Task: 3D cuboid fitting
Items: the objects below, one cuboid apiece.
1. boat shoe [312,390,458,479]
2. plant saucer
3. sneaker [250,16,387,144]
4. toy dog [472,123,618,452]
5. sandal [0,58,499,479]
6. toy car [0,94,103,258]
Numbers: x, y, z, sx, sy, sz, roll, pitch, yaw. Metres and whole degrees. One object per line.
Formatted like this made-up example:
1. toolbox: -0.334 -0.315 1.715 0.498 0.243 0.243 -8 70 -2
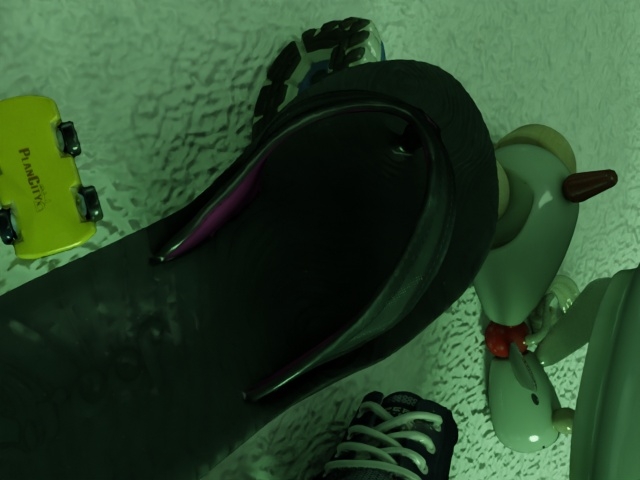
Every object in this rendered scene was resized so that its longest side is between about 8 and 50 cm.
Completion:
1. boat shoe: 0.035 0.177 0.742 0.340 0.127 0.158 71 33 -69
2. plant saucer: 0.290 0.136 0.870 0.400 0.100 0.400 -38 133 -56
3. sneaker: 0.000 0.000 0.746 0.147 0.130 0.330 40 66 -37
4. toy dog: 0.219 0.041 0.945 0.220 0.161 0.334 -48 124 -31
5. sandal: -0.012 0.010 0.560 0.167 0.107 0.446 48 51 2
6. toy car: -0.128 0.050 0.611 0.225 0.053 0.239 16 80 -7
